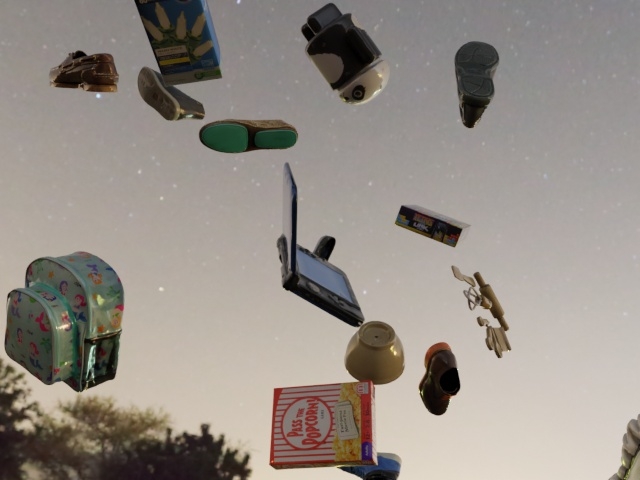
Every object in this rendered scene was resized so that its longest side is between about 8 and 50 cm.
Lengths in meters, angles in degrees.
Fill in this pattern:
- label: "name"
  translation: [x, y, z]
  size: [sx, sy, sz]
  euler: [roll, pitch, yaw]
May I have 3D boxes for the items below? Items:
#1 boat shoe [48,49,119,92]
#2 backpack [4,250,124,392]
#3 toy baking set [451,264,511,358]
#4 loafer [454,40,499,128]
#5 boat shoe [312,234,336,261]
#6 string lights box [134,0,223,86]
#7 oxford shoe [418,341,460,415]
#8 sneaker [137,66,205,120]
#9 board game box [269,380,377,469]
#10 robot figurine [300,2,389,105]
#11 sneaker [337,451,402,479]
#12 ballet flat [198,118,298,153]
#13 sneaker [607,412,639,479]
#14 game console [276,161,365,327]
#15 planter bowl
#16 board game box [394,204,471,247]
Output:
- label: "boat shoe"
  translation: [-0.436, -0.312, 1.187]
  size: [0.207, 0.073, 0.073]
  euler: [13, 21, 39]
- label: "backpack"
  translation: [-0.508, 0.152, 1.294]
  size: [0.225, 0.253, 0.191]
  euler: [23, 14, 31]
- label: "toy baking set"
  translation: [0.377, 0.152, 1.473]
  size: [0.030, 0.197, 0.256]
  euler: [-26, -87, 23]
- label: "loafer"
  translation: [0.325, -0.338, 1.379]
  size: [0.096, 0.267, 0.084]
  euler: [12, -47, 7]
- label: "boat shoe"
  translation: [-0.003, 0.049, 1.651]
  size: [0.049, 0.142, 0.040]
  euler: [32, -17, -28]
- label: "string lights box"
  translation: [-0.297, -0.457, 1.346]
  size: [0.134, 0.076, 0.259]
  euler: [-9, -40, 2]
- label: "oxford shoe"
  translation: [0.335, 0.411, 1.793]
  size: [0.097, 0.098, 0.271]
  euler: [-16, -52, -11]
- label: "sneaker"
  translation: [-0.431, -0.411, 1.850]
  size: [0.118, 0.222, 0.083]
  euler: [-4, -43, -52]
- label: "board game box"
  translation: [0.006, 0.343, 1.197]
  size: [0.194, 0.146, 0.045]
  euler: [-8, -34, 13]
- label: "robot figurine"
  translation: [0.066, -0.505, 1.775]
  size: [0.174, 0.209, 0.278]
  euler: [-35, -83, 20]
- label: "sneaker"
  translation: [0.093, 0.496, 1.375]
  size: [0.152, 0.084, 0.058]
  euler: [0, -60, 17]
- label: "ballet flat"
  translation: [-0.150, -0.218, 1.321]
  size: [0.206, 0.067, 0.073]
  euler: [1, -60, -22]
- label: "sneaker"
  translation: [0.411, 0.343, 0.803]
  size: [0.110, 0.118, 0.292]
  euler: [3, -52, 18]
- label: "game console"
  translation: [0.000, 0.000, 1.271]
  size: [0.250, 0.173, 0.293]
  euler: [30, 12, -14]
- label: "planter bowl"
  translation: [0.144, 0.279, 1.678]
  size: [0.162, 0.162, 0.109]
  euler: [8, -54, 9]
- label: "board game box"
  translation: [0.253, -0.036, 1.436]
  size: [0.141, 0.048, 0.170]
  euler: [23, 11, 16]
